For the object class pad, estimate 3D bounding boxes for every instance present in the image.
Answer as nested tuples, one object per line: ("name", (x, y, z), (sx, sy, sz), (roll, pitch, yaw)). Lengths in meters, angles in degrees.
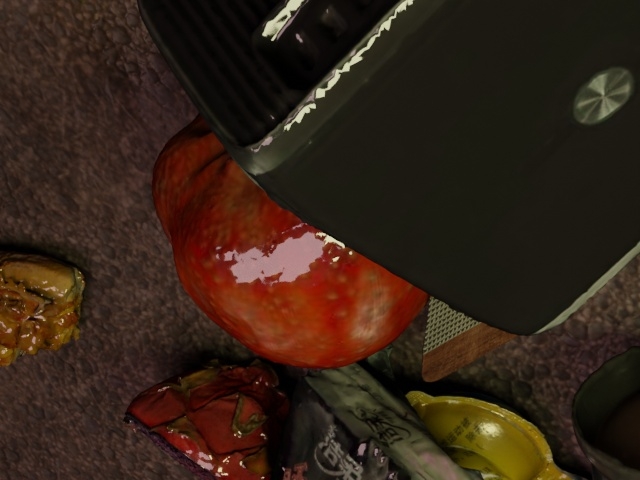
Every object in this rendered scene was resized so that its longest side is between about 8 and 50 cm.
("pad", (0.119, 0.078, 1.648), (0.055, 0.323, 0.250), (30, 144, 23))

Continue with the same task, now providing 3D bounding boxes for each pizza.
("pizza", (-0.386, 0.088, 2.134), (0.305, 0.085, 0.161), (-20, 115, 42))

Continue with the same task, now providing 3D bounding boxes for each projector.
("projector", (0.135, -0.174, 1.281), (0.395, 0.242, 0.405), (-45, 141, 14))

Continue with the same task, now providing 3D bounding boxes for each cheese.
("cheese", (0.194, 0.239, 1.924), (0.270, 0.069, 0.177), (32, 141, -11))

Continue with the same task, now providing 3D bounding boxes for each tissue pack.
("tissue pack", (0.048, 0.314, 1.887), (0.245, 0.123, 0.332), (41, 131, 33))

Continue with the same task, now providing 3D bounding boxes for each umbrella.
("umbrella", (0.062, 0.154, 1.952), (0.046, 0.050, 0.188), (16, 137, 47))

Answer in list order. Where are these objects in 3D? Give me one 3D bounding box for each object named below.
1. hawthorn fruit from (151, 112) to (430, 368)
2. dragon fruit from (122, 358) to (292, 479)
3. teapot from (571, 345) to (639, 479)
("hawthorn fruit", (0.000, 0.000, 1.705), (0.287, 0.287, 0.330), (1, 141, 31))
("dragon fruit", (-0.099, 0.209, 2.044), (0.224, 0.148, 0.218), (39, 168, -16))
("teapot", (0.375, 0.306, 1.681), (0.306, 0.376, 0.361), (-12, 117, -1))
